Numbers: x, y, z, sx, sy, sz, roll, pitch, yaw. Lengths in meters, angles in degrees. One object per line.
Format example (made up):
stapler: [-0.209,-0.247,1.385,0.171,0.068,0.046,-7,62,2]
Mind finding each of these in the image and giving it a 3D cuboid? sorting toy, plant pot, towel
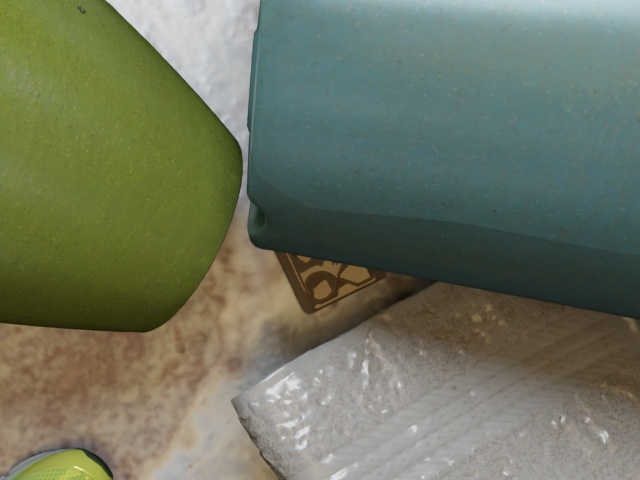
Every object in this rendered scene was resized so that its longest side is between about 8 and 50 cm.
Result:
sorting toy: [0.000,0.000,1.133,0.062,0.012,0.083,-25,100,1]
plant pot: [-0.203,-0.065,1.001,0.293,0.275,0.275,26,91,-25]
plant pot: [0.133,-0.105,0.998,0.334,0.341,0.341,6,94,0]
towel: [0.106,0.115,1.086,0.282,0.049,0.187,-27,82,-21]

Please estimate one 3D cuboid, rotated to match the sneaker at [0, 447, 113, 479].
sneaker: [-0.209,0.220,1.085,0.081,0.094,0.208,43,87,-7]
